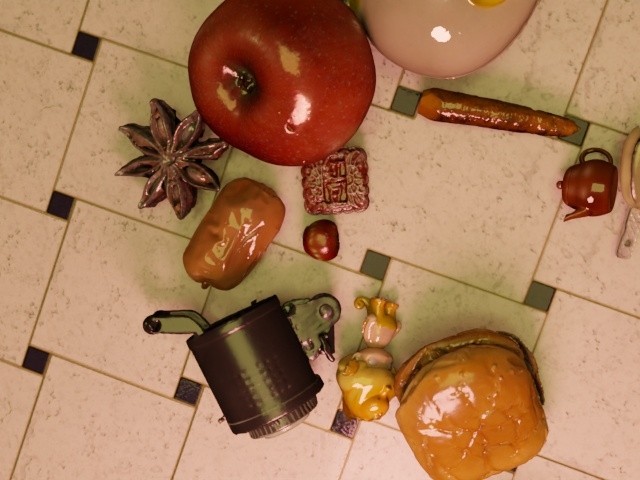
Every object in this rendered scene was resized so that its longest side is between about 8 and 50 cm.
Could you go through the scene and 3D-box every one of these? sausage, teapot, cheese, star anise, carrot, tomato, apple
[{"bbox_3d":[-0.174,-0.009,1.646,0.136,0.120,0.241,39,97,14],"label":"sausage"},{"bbox_3d":[0.508,-0.107,1.593,0.116,0.116,0.173,20,68,4],"label":"teapot"},{"bbox_3d":[0.616,-0.085,1.596,0.127,0.054,0.251,11,101,-16],"label":"cheese"},{"bbox_3d":[-0.284,-0.161,1.657,0.236,0.109,0.223,14,100,18],"label":"star anise"},{"bbox_3d":[0.347,-0.240,1.616,0.314,0.066,0.066,12,94,2],"label":"carrot"},{"bbox_3d":[0.000,0.000,1.649,0.075,0.087,0.087,-2,93,7],"label":"tomato"},{"bbox_3d":[-0.071,-0.299,1.507,0.348,0.277,0.348,13,117,28],"label":"apple"}]

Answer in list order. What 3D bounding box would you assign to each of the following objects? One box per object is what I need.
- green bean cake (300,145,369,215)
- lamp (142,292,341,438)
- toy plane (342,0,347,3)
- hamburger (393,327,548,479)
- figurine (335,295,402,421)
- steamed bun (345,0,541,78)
[{"bbox_3d":[0.030,-0.119,1.653,0.136,0.056,0.135,-4,92,6],"label":"green bean cake"},{"bbox_3d":[-0.133,0.249,1.611,0.374,0.205,0.272,-8,88,-5],"label":"lamp"},{"bbox_3d":[0.026,-0.419,1.636,0.189,0.061,0.130,-4,94,10],"label":"toy plane"},{"bbox_3d":[0.287,0.311,1.570,0.319,0.158,0.318,-3,117,-7],"label":"hamburger"},{"bbox_3d":[0.099,0.237,1.642,0.156,0.131,0.246,22,77,-35],"label":"figurine"},{"bbox_3d":[0.235,-0.480,1.490,0.334,0.334,0.374,30,92,3],"label":"steamed bun"}]
